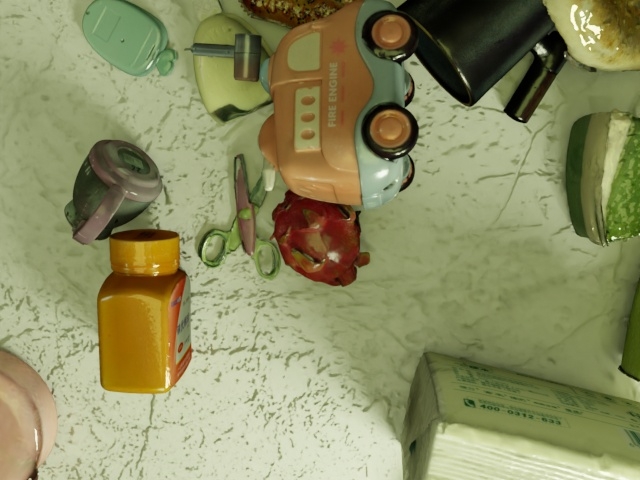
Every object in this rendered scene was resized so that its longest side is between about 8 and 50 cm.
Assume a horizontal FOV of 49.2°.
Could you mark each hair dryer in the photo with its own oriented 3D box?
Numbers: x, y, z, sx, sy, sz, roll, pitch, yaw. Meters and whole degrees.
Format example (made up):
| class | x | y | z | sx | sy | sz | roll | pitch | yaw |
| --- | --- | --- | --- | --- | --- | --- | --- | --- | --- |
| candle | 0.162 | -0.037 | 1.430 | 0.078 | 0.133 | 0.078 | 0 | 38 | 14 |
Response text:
| class | x | y | z | sx | sy | sz | roll | pitch | yaw |
| --- | --- | --- | --- | --- | --- | --- | --- | --- | --- |
| hair dryer | -0.139 | -0.258 | 0.975 | 0.114 | 0.037 | 0.063 | 8 | 103 | 13 |

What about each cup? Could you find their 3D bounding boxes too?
| class | x | y | z | sx | sy | sz | roll | pitch | yaw |
| --- | --- | --- | --- | --- | --- | --- | --- | --- | --- |
| cup | 0.232 | -0.284 | 0.961 | 0.177 | 0.239 | 0.166 | -41 | 54 | 4 |

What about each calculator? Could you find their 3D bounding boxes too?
| class | x | y | z | sx | sy | sz | roll | pitch | yaw |
| --- | --- | --- | --- | --- | --- | --- | --- | --- | --- |
| calculator | -0.282 | -0.298 | 1.035 | 0.153 | 0.021 | 0.095 | 33 | 102 | 1 |

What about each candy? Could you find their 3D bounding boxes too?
| class | x | y | z | sx | sy | sz | roll | pitch | yaw |
| --- | --- | --- | --- | --- | --- | --- | --- | --- | --- |
| candy | -0.547 | 0.301 | 1.129 | 0.255 | 0.094 | 0.255 | 1 | 101 | 4 |

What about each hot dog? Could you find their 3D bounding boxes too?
| class | x | y | z | sx | sy | sz | roll | pitch | yaw |
| --- | --- | --- | --- | --- | --- | --- | --- | --- | --- |
| hot dog | -0.026 | -0.349 | 0.991 | 0.191 | 0.059 | 0.108 | 14 | 97 | 3 |

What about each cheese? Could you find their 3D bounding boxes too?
| class | x | y | z | sx | sy | sz | roll | pitch | yaw |
| --- | --- | --- | --- | --- | --- | --- | --- | --- | --- |
| cheese | -0.145 | -0.299 | 1.009 | 0.127 | 0.054 | 0.252 | -21 | 98 | 8 |

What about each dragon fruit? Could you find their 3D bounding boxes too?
| class | x | y | z | sx | sy | sz | roll | pitch | yaw |
| --- | --- | --- | --- | --- | --- | --- | --- | --- | --- |
| dragon fruit | 0.000 | 0.000 | 1.016 | 0.136 | 0.133 | 0.166 | -25 | 109 | 17 |

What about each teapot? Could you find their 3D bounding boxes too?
| class | x | y | z | sx | sy | sz | roll | pitch | yaw |
| --- | --- | --- | --- | --- | --- | --- | --- | --- | --- |
| teapot | -0.309 | -0.057 | 1.031 | 0.146 | 0.116 | 0.148 | -46 | 53 | 23 |

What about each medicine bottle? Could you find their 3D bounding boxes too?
| class | x | y | z | sx | sy | sz | roll | pitch | yaw |
| --- | --- | --- | --- | --- | --- | --- | --- | --- | --- |
| medicine bottle | -0.259 | 0.100 | 1.043 | 0.112 | 0.149 | 0.222 | 2 | 100 | 3 |

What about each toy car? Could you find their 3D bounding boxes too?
| class | x | y | z | sx | sy | sz | roll | pitch | yaw |
| --- | --- | --- | --- | --- | --- | --- | --- | --- | --- |
| toy car | 0.022 | -0.177 | 0.932 | 0.212 | 0.180 | 0.271 | 1 | 78 | 6 |

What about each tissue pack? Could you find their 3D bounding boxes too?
| class | x | y | z | sx | sy | sz | roll | pitch | yaw |
| --- | --- | --- | --- | --- | --- | --- | --- | --- | --- |
| tissue pack | 0.307 | 0.315 | 0.972 | 0.380 | 0.297 | 0.207 | 14 | 99 | 3 |

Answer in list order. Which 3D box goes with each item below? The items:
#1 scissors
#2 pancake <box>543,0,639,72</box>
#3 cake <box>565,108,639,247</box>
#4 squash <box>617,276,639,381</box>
| class | x | y | z | sx | sy | sz | roll | pitch | yaw |
| --- | --- | --- | --- | --- | --- | --- | --- | --- | --- |
| scissors | -0.115 | -0.038 | 1.072 | 0.133 | 0.020 | 0.187 | 12 | 103 | 6 |
| pancake | 0.406 | -0.388 | 0.853 | 0.382 | 0.071 | 0.382 | -10 | 112 | -25 |
| cake | 0.480 | -0.119 | 0.946 | 0.283 | 0.158 | 0.172 | -17 | 98 | 6 |
| squash | 0.520 | 0.090 | 0.996 | 0.132 | 0.132 | 0.247 | 10 | 100 | 2 |
